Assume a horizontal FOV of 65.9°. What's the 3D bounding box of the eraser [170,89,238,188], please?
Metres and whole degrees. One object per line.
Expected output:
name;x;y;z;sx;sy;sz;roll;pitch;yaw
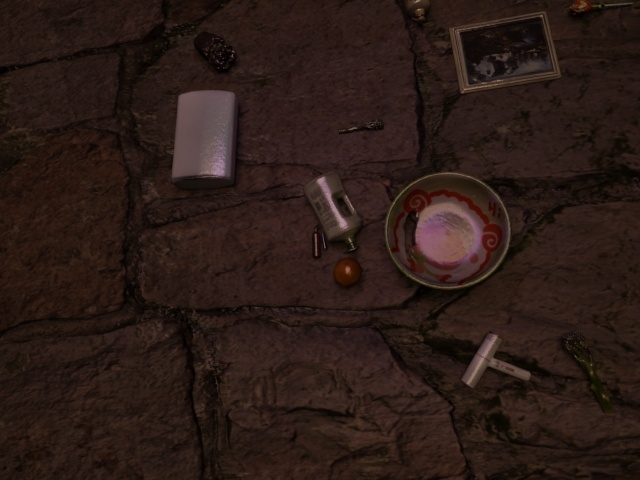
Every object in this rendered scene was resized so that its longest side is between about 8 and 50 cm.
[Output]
eraser;-0.353;-0.308;1.514;0.189;0.104;0.289;-1;78;12

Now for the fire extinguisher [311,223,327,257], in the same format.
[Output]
fire extinguisher;-0.004;-0.001;1.430;0.032;0.046;0.100;4;82;-35

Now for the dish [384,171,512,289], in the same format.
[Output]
dish;0.343;-0.015;1.348;0.325;0.124;0.323;-4;74;14

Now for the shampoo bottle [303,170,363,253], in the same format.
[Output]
shampoo bottle;0.048;-0.073;1.416;0.118;0.087;0.234;-26;76;2

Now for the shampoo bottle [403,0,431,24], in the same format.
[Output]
shampoo bottle;0.297;-0.744;1.527;0.079;0.079;0.161;-11;77;6

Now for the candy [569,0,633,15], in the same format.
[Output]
candy;0.833;-0.695;1.462;0.185;0.049;0.055;-5;33;1

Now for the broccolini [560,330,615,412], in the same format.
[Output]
broccolini;0.679;0.340;1.262;0.058;0.067;0.216;-21;85;6

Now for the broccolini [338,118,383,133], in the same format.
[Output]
broccolini;0.122;-0.347;1.497;0.140;0.030;0.035;-6;69;11

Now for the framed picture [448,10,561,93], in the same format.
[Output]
framed picture;0.551;-0.569;1.485;0.297;0.019;0.232;-8;77;6

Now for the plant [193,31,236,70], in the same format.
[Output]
plant;-0.337;-0.611;1.587;0.094;0.092;0.143;-43;70;-11

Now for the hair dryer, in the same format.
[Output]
hair dryer;0.484;0.351;1.290;0.183;0.044;0.154;33;86;10

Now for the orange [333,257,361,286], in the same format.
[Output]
orange;0.075;0.089;1.383;0.085;0.085;0.084;-2;78;8
